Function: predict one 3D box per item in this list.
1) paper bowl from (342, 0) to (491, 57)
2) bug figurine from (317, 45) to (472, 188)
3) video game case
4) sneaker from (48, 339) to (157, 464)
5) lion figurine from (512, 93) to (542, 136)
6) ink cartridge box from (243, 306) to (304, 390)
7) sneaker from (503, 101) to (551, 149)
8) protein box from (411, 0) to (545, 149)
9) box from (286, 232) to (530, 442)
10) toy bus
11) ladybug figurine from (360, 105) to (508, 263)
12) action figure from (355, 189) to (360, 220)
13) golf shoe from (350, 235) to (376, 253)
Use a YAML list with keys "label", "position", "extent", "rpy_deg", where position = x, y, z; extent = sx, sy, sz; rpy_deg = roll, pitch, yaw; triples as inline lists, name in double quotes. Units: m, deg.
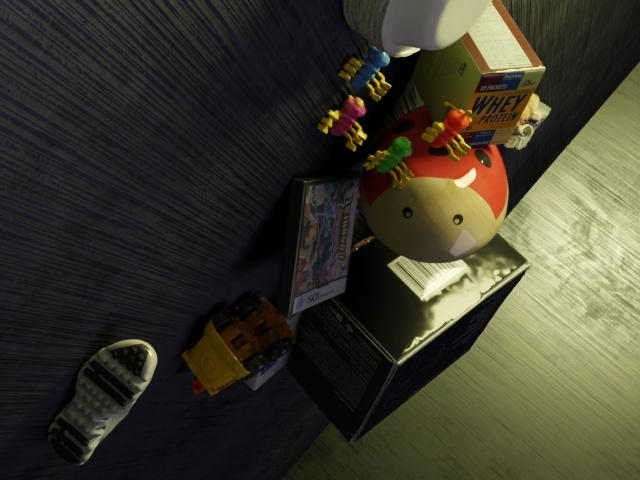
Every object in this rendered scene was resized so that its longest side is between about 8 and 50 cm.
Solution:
- label: "paper bowl"
  position: [0.177, -0.409, 1.236]
  extent: [0.284, 0.148, 0.284]
  rpy_deg: [-42, 162, -17]
- label: "bug figurine"
  position: [0.128, -0.222, 1.456]
  extent: [0.216, 0.279, 0.072]
  rpy_deg: [-41, -155, 33]
- label: "video game case"
  position: [0.000, 0.000, 1.658]
  extent: [0.248, 0.035, 0.274]
  rpy_deg: [-16, 117, -60]
- label: "sneaker"
  position: [-0.368, 0.266, 1.415]
  extent: [0.292, 0.110, 0.118]
  rpy_deg: [-49, 172, 27]
- label: "lion figurine"
  position: [0.449, -0.280, 2.215]
  extent: [0.392, 0.142, 0.240]
  rpy_deg: [-36, -167, 3]
- label: "ink cartridge box"
  position: [-0.108, 0.240, 2.041]
  extent: [0.165, 0.065, 0.332]
  rpy_deg: [-36, 160, -36]
- label: "sneaker"
  position: [0.628, -0.355, 2.516]
  extent: [0.169, 0.108, 0.293]
  rpy_deg: [-60, 162, 21]
- label: "protein box"
  position: [0.297, -0.320, 1.556]
  extent: [0.136, 0.201, 0.199]
  rpy_deg: [-8, 146, -19]
- label: "box"
  position: [0.207, 0.199, 2.065]
  extent: [0.480, 0.297, 0.471]
  rpy_deg: [-32, 156, -29]
- label: "toy bus"
  position: [-0.190, 0.243, 1.741]
  extent: [0.211, 0.149, 0.220]
  rpy_deg: [-44, 170, 30]
- label: "ladybug figurine"
  position: [0.236, -0.143, 1.655]
  extent: [0.449, 0.305, 0.161]
  rpy_deg: [-81, 173, -49]
- label: "action figure"
  position: [0.077, -0.084, 1.869]
  extent: [0.038, 0.030, 0.115]
  rpy_deg: [-44, 158, -36]
- label: "golf shoe"
  position: [0.090, 0.060, 2.167]
  extent: [0.186, 0.067, 0.086]
  rpy_deg: [-48, -169, -12]
